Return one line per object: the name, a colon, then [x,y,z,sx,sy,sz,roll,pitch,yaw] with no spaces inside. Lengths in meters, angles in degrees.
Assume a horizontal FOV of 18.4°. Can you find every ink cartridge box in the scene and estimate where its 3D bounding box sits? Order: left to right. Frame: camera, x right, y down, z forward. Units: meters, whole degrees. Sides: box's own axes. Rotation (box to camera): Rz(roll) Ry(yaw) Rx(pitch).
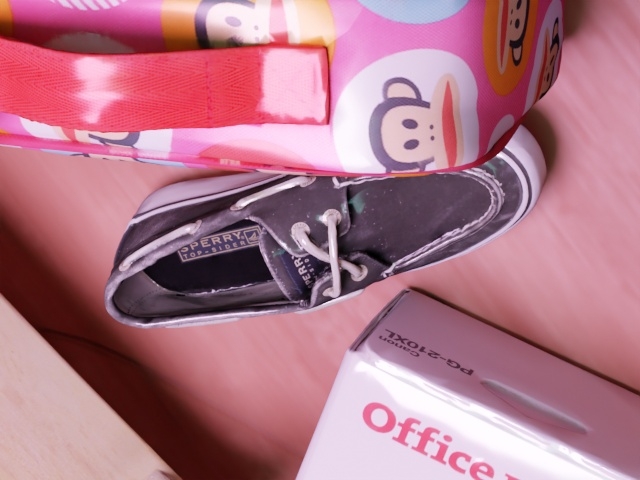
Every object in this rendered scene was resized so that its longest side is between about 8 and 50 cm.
ink cartridge box: [0.064,0.167,0.941,0.172,0.100,0.237,25,114,10]

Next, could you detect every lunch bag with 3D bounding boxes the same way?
lunch bag: [-0.056,-0.096,0.811,0.293,0.258,0.120,6,109,17]

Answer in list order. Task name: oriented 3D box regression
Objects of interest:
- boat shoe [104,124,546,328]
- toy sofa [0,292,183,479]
boat shoe: [0.000,0.000,0.919,0.219,0.070,0.077,-16,118,26]
toy sofa: [-0.210,0.081,0.941,0.362,0.150,0.177,46,154,0]
